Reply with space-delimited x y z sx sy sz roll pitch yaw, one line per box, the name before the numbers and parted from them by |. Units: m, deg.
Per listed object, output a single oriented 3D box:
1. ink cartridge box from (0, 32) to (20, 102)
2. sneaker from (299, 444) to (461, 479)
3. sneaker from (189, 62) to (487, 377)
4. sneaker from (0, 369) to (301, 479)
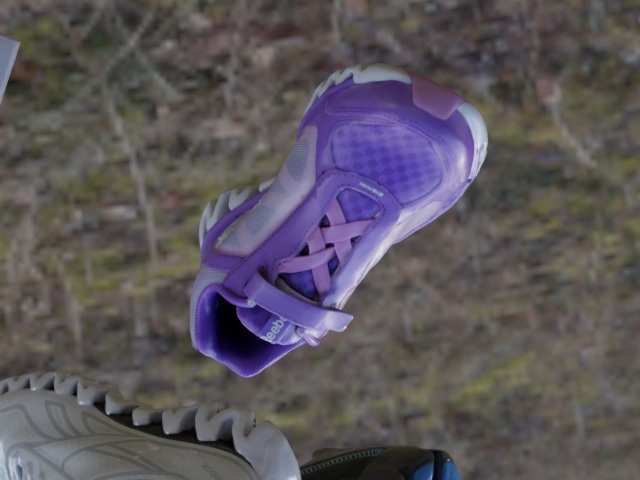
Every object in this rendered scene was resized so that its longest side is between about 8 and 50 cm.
ink cartridge box | -0.268 -0.026 0.962 0.160 0.219 0.092 21 174 -35
sneaker | -0.040 0.265 1.425 0.139 0.125 0.341 6 -151 46
sneaker | 0.000 0.000 0.988 0.095 0.104 0.236 33 141 -13
sneaker | -0.162 0.169 1.361 0.292 0.118 0.110 3 125 32
